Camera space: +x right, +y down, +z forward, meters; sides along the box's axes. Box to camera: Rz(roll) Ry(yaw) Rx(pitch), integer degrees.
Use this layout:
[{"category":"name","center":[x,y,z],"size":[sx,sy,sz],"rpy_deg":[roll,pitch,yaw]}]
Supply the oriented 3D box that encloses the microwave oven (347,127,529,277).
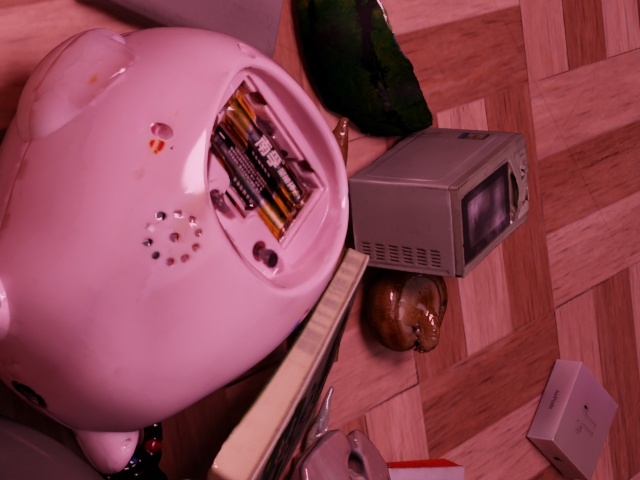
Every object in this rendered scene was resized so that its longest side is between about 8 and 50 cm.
[{"category":"microwave oven","center":[0.145,-0.044,1.660],"size":[0.205,0.163,0.129],"rpy_deg":[-36,124,-52]}]

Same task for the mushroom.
[{"category":"mushroom","center":[0.110,0.077,1.698],"size":[0.127,0.087,0.127],"rpy_deg":[-10,103,-50]}]

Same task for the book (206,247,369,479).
[{"category":"book","center":[-0.046,0.202,1.394],"size":[0.371,0.043,0.260],"rpy_deg":[-58,168,-52]}]

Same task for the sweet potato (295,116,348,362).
[{"category":"sweet potato","center":[0.000,0.000,1.589],"size":[0.067,0.059,0.281],"rpy_deg":[-172,-96,-89]}]

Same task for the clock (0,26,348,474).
[{"category":"clock","center":[-0.150,-0.003,1.279],"size":[0.368,0.250,0.377],"rpy_deg":[54,54,-35]}]

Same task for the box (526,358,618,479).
[{"category":"box","center":[0.369,0.263,2.027],"size":[0.129,0.051,0.130],"rpy_deg":[47,58,-39]}]

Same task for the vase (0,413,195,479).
[{"category":"vase","center":[-0.227,0.240,1.152],"size":[0.173,0.321,0.173],"rpy_deg":[-4,95,-47]}]

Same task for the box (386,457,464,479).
[{"category":"box","center":[0.117,0.391,1.725],"size":[0.123,0.050,0.229],"rpy_deg":[3,88,-30]}]

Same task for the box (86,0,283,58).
[{"category":"box","center":[-0.140,-0.258,1.425],"size":[0.243,0.055,0.103],"rpy_deg":[18,78,-48]}]

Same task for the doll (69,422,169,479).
[{"category":"doll","center":[-0.180,0.263,1.383],"size":[0.127,0.088,0.249],"rpy_deg":[-18,101,-16]}]

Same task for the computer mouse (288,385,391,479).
[{"category":"computer mouse","center":[0.026,0.366,1.603],"size":[0.199,0.115,0.389],"rpy_deg":[8,87,-51]}]

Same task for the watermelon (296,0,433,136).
[{"category":"watermelon","center":[0.057,-0.222,1.625],"size":[0.301,0.123,0.129],"rpy_deg":[58,31,-36]}]
